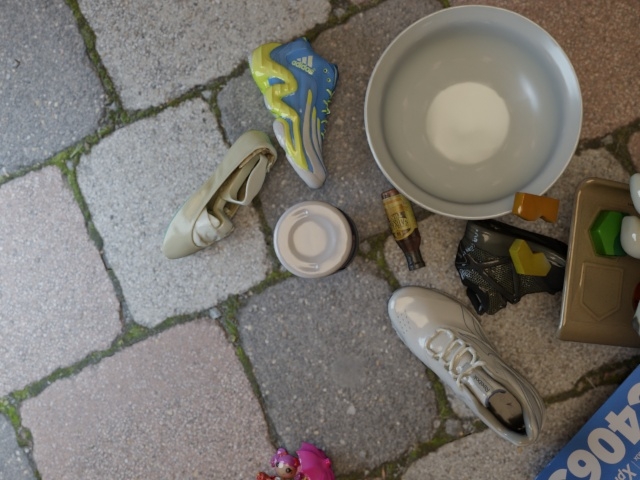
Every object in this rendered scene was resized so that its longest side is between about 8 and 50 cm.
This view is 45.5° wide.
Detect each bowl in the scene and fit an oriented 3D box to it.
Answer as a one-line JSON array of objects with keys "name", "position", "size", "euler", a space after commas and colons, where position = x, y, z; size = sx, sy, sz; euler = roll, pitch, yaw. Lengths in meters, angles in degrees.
[{"name": "bowl", "position": [0.214, -0.175, 1.105], "size": [0.298, 0.134, 0.297], "euler": [0, 89, 7]}]

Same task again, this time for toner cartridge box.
[{"name": "toner cartridge box", "position": [0.470, 0.268, 1.053], "size": [0.165, 0.075, 0.347], "euler": [42, 101, 24]}]

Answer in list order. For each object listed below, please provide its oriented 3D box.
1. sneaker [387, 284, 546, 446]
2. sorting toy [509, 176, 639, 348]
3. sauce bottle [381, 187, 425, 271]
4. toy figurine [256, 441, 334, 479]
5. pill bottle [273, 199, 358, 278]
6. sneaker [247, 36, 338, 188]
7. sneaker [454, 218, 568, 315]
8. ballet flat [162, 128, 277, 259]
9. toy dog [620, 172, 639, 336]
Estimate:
[{"name": "sneaker", "position": [0.216, 0.175, 1.102], "size": [0.297, 0.129, 0.111], "euler": [43, 96, 7]}, {"name": "sorting toy", "position": [0.392, 0.032, 1.052], "size": [0.307, 0.041, 0.228], "euler": [8, 92, -24]}, {"name": "sauce bottle", "position": [0.129, -0.017, 1.159], "size": [0.042, 0.042, 0.128], "euler": [-20, 85, 7]}, {"name": "toy figurine", "position": [-0.051, 0.381, 1.160], "size": [0.173, 0.130, 0.159], "euler": [20, 77, 31]}, {"name": "pill bottle", "position": [0.000, 0.000, 1.106], "size": [0.108, 0.180, 0.107], "euler": [0, 89, 7]}, {"name": "sneaker", "position": [-0.016, -0.204, 1.157], "size": [0.126, 0.091, 0.240], "euler": [-25, 85, 6]}, {"name": "sneaker", "position": [0.301, 0.056, 1.120], "size": [0.228, 0.087, 0.130], "euler": [16, 114, -9]}, {"name": "ballet flat", "position": [-0.150, -0.059, 1.170], "size": [0.086, 0.086, 0.248], "euler": [36, 94, 7]}, {"name": "toy dog", "position": [0.547, 0.030, 0.914], "size": [0.395, 0.284, 0.408], "euler": [37, 75, 15]}]
